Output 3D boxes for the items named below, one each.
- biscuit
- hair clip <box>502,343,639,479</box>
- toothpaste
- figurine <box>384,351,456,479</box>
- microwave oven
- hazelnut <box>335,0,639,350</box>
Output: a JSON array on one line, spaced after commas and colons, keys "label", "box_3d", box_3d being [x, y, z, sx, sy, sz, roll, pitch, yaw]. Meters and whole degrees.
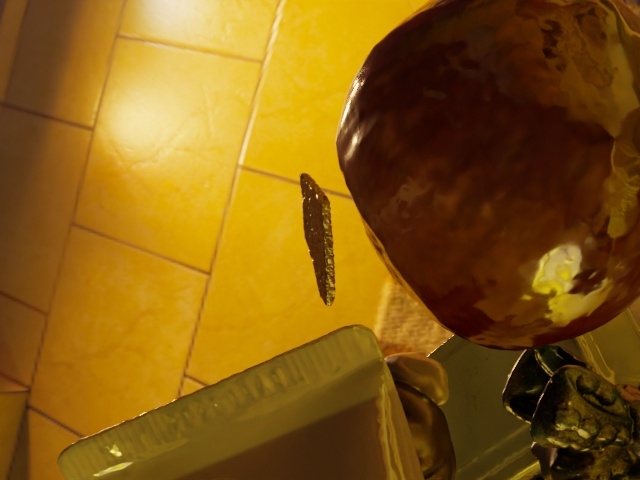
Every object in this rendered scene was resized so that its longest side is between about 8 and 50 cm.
[{"label": "biscuit", "box_3d": [-0.003, -0.001, 1.734, 0.131, 0.026, 0.237, -123, 24, -55]}, {"label": "hair clip", "box_3d": [0.387, 0.235, 1.131, 0.194, 0.310, 0.206, -127, 37, -74]}, {"label": "toothpaste", "box_3d": [0.030, 0.220, 0.357, 0.125, 0.080, 0.371, -22, 97, 3]}, {"label": "figurine", "box_3d": [0.018, 0.296, 1.050, 0.218, 0.365, 0.206, -18, 99, 33]}, {"label": "microwave oven", "box_3d": [0.348, 0.245, 1.457, 0.355, 0.218, 0.286, -47, 48, 37]}, {"label": "hazelnut", "box_3d": [0.215, -0.096, 0.994, 0.421, 0.352, 0.421, -36, 49, 55]}]
